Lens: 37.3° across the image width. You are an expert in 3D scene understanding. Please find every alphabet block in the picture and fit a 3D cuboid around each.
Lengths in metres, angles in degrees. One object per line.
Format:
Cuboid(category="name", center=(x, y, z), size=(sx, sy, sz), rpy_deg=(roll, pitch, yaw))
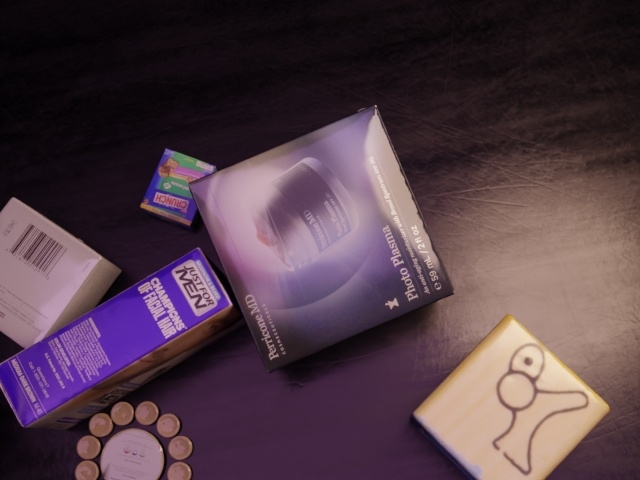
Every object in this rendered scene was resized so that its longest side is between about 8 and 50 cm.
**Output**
Cuboid(category="alphabet block", center=(0.259, 0.248, 1.346), size=(0.197, 0.193, 0.192), rpy_deg=(-44, 79, -6))

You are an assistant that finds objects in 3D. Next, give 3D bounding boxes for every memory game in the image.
Cuboid(category="memory game", center=(-0.287, 0.338, 1.455), size=(0.186, 0.012, 0.186), rpy_deg=(-1, 77, 3))

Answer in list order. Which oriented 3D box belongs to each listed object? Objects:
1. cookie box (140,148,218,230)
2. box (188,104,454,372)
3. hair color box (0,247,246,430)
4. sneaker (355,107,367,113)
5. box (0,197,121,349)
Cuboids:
Cuboid(category="cookie box", center=(-0.227, -0.082, 1.533), size=(0.092, 0.040, 0.107), rpy_deg=(20, 80, 7))
Cuboid(category="box", center=(0.000, 0.000, 1.400), size=(0.294, 0.183, 0.296), rpy_deg=(-24, 90, 0))
Cuboid(category="hair color box", center=(-0.284, 0.153, 1.409), size=(0.339, 0.185, 0.110), rpy_deg=(-32, 77, -3))
Cuboid(category="sneaker", center=(0.056, -0.148, 1.519), size=(0.053, 0.059, 0.144), rpy_deg=(14, 79, 5))
Cuboid(category="box", center=(-0.444, 0.062, 1.475), size=(0.181, 0.119, 0.182), rpy_deg=(32, 82, 10))
